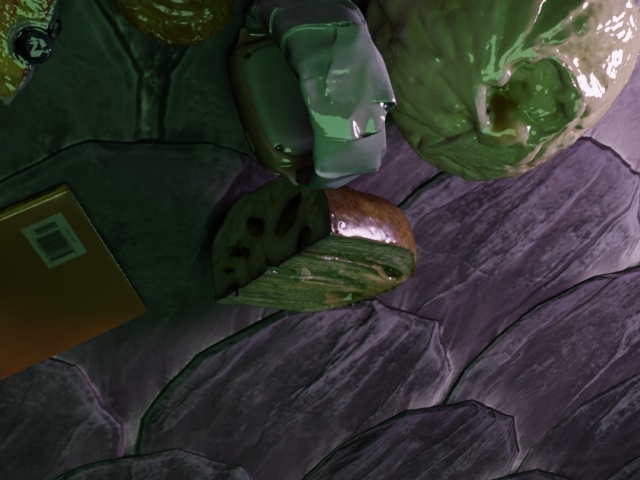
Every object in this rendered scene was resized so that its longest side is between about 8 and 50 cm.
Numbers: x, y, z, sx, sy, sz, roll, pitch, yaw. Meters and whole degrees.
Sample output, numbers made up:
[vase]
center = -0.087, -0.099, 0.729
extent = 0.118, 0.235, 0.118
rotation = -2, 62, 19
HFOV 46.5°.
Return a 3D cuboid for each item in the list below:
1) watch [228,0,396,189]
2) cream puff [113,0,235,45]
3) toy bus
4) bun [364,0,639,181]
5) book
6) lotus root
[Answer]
[watch]
center = -0.012, -0.180, 0.846
extent = 0.162, 0.253, 0.241
rotation = -19, 170, -9
[cream puff]
center = -0.165, -0.274, 0.821
extent = 0.144, 0.126, 0.103
rotation = 11, 137, -22
[toy bus]
center = -0.307, -0.278, 0.778
extent = 0.106, 0.092, 0.268
rotation = 21, 117, -25
[bun]
center = 0.228, -0.215, 0.937
extent = 0.349, 0.227, 0.352
rotation = 10, 140, -16
[book]
center = -0.467, 0.093, 1.047
extent = 0.374, 0.028, 0.262
rotation = -24, 134, -6
[lotus root]
center = 0.017, -0.003, 1.083
extent = 0.260, 0.149, 0.267
rotation = 7, 153, -40
